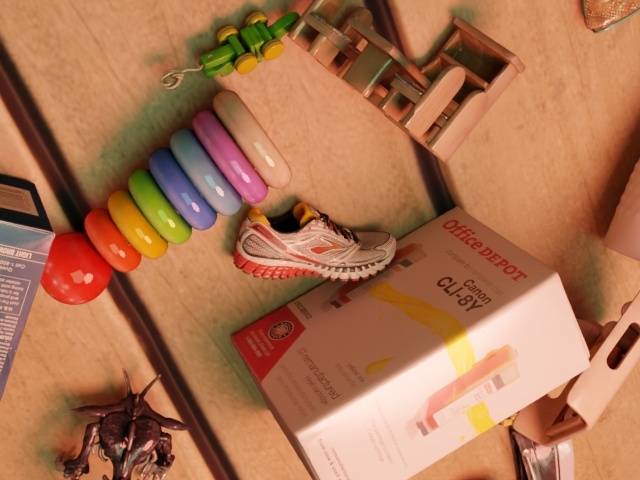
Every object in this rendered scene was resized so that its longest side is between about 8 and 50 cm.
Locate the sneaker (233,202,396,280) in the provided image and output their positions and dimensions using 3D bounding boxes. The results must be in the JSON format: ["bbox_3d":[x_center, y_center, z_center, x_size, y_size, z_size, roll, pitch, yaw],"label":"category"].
[{"bbox_3d":[0.000,0.000,1.419,0.225,0.088,0.093,0,110,-23],"label":"sneaker"}]

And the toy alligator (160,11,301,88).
[{"bbox_3d":[-0.107,-0.223,1.301,0.189,0.056,0.051,-29,160,-9],"label":"toy alligator"}]

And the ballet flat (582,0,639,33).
[{"bbox_3d":[0.447,-0.357,1.465,0.206,0.073,0.067,-30,106,-13],"label":"ballet flat"}]

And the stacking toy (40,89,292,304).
[{"bbox_3d":[-0.202,-0.037,1.298,0.330,0.141,0.141,-36,121,0],"label":"stacking toy"}]

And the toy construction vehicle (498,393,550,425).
[{"bbox_3d":[0.330,0.254,1.697,0.098,0.035,0.086,-8,115,-20],"label":"toy construction vehicle"}]

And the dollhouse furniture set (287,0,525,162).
[{"bbox_3d":[0.126,-0.220,1.309,0.161,0.212,0.242,-52,149,6],"label":"dollhouse furniture set"}]

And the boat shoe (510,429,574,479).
[{"bbox_3d":[0.359,0.440,1.747,0.104,0.113,0.306,-11,113,-11],"label":"boat shoe"}]

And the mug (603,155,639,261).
[{"bbox_3d":[0.620,-0.089,1.562,0.374,0.276,0.328,11,102,-58],"label":"mug"}]

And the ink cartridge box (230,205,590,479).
[{"bbox_3d":[0.112,0.144,1.418,0.384,0.279,0.160,-29,118,-9],"label":"ink cartridge box"}]

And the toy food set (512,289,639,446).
[{"bbox_3d":[0.378,0.171,1.527,0.092,0.306,0.220,37,75,8],"label":"toy food set"}]

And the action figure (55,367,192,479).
[{"bbox_3d":[-0.270,0.309,1.416,0.164,0.141,0.276,13,80,-19],"label":"action figure"}]

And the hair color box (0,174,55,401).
[{"bbox_3d":[-0.418,0.106,1.238,0.105,0.174,0.347,14,106,-27],"label":"hair color box"}]
